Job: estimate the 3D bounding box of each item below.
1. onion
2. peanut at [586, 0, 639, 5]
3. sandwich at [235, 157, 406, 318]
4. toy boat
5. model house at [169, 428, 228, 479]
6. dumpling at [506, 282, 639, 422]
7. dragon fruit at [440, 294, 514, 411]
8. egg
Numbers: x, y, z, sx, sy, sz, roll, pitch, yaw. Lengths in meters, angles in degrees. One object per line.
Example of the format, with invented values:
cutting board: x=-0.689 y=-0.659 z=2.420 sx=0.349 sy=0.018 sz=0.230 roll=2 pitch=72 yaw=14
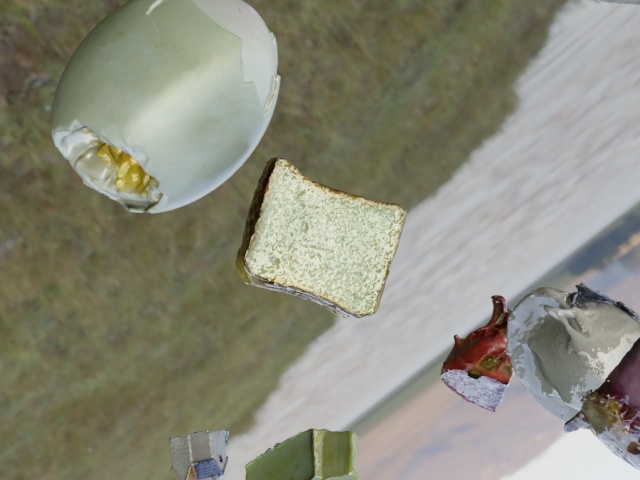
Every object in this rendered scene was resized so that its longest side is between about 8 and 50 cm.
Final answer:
onion: x=0.450 y=0.131 z=1.411 sx=0.348 sy=0.159 sz=0.267 roll=-33 pitch=161 yaw=-21
peanut: x=0.465 y=-0.383 z=1.895 sx=0.214 sy=0.099 sz=0.090 roll=5 pitch=-168 yaw=-5
sandwich: x=0.000 y=0.000 z=1.842 sx=0.065 sy=0.214 sz=0.186 roll=171 pitch=-64 yaw=-72
toy boat: x=-0.050 y=0.389 z=2.132 sx=0.084 sy=0.111 sz=0.276 roll=21 pitch=140 yaw=-32
model house: x=-0.213 y=0.404 z=2.419 sx=0.100 sy=0.100 sz=0.087 roll=-17 pitch=164 yaw=28
dumpling: x=0.403 y=0.172 z=1.951 sx=0.163 sy=0.293 sz=0.204 roll=-50 pitch=-173 yaw=-16
dragon fruit: x=0.322 y=0.202 z=2.507 sx=0.211 sy=0.134 sz=0.262 roll=-59 pitch=169 yaw=-19
egg: x=-0.204 y=-0.211 z=1.841 sx=0.336 sy=0.278 sz=0.278 roll=-54 pitch=179 yaw=-21
